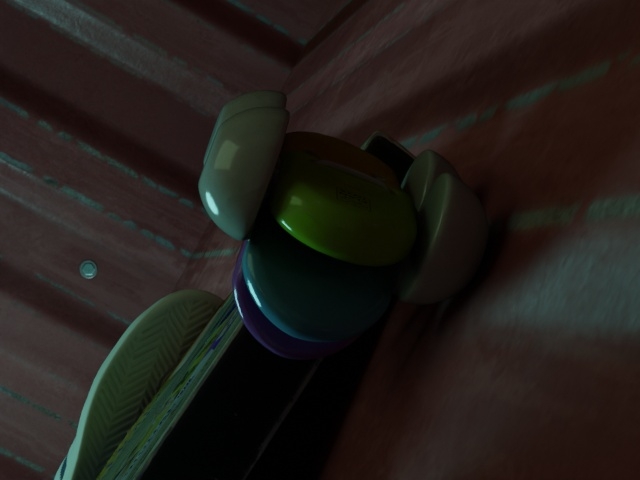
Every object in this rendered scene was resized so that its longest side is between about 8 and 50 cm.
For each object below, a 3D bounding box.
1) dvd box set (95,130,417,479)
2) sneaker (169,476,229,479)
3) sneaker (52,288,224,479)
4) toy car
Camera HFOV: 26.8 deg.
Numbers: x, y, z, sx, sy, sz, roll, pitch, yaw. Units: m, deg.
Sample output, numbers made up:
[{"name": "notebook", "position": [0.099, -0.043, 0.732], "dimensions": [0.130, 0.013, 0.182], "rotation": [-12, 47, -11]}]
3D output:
[{"name": "dvd box set", "position": [-0.081, 0.119, 1.031], "dimensions": [0.308, 0.062, 0.420], "rotation": [-56, 4, -28]}, {"name": "sneaker", "position": [-0.066, 0.230, 0.599], "dimensions": [0.101, 0.106, 0.267], "rotation": [-47, 18, 52]}, {"name": "sneaker", "position": [-0.192, 0.208, 1.301], "dimensions": [0.350, 0.131, 0.148], "rotation": [-63, 13, -11]}, {"name": "toy car", "position": [0.000, 0.000, 0.776], "dimensions": [0.182, 0.159, 0.136], "rotation": [-103, 35, -76]}]
